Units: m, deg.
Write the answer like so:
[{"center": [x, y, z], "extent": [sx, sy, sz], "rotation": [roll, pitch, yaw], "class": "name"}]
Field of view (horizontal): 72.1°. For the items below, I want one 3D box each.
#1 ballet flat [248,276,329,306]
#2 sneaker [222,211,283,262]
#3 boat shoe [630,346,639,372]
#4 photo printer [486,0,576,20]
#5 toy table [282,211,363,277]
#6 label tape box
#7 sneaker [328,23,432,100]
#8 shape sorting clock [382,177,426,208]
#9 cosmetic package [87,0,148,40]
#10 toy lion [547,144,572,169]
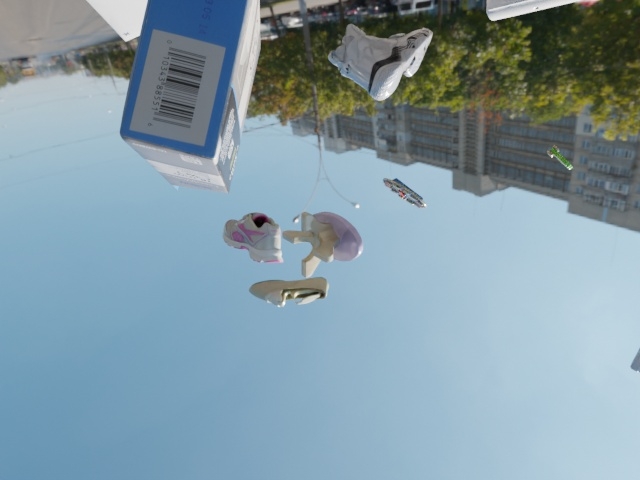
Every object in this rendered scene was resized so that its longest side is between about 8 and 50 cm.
[{"center": [-0.096, 0.161, 1.346], "extent": [0.248, 0.086, 0.086], "rotation": [-7, -153, -1], "class": "ballet flat"}, {"center": [-0.175, -0.025, 1.181], "extent": [0.103, 0.111, 0.252], "rotation": [2, -165, -43], "class": "sneaker"}, {"center": [0.850, 0.259, 1.095], "extent": [0.075, 0.226, 0.083], "rotation": [23, -126, 34], "class": "boat shoe"}, {"center": [0.615, -0.760, 1.181], "extent": [0.307, 0.256, 0.107], "rotation": [5, -172, 40], "class": "photo printer"}, {"center": [0.000, 0.000, 1.608], "extent": [0.160, 0.252, 0.274], "rotation": [-21, -158, -38], "class": "toy table"}, {"center": [-0.155, -0.200, 0.612], "extent": [0.105, 0.241, 0.333], "rotation": [12, 176, -7], "class": "label tape box"}, {"center": [0.184, -0.571, 1.314], "extent": [0.210, 0.137, 0.366], "rotation": [33, -125, 10], "class": "sneaker"}, {"center": [0.333, -0.186, 1.755], "extent": [0.040, 0.206, 0.206], "rotation": [-52, -146, 2], "class": "shape sorting clock"}, {"center": [-0.389, -0.550, 0.812], "extent": [0.138, 0.225, 0.224], "rotation": [-18, 162, 9], "class": "cosmetic package"}, {"center": [0.821, -0.280, 1.502], "extent": [0.096, 0.034, 0.100], "rotation": [51, -155, 13], "class": "toy lion"}]
